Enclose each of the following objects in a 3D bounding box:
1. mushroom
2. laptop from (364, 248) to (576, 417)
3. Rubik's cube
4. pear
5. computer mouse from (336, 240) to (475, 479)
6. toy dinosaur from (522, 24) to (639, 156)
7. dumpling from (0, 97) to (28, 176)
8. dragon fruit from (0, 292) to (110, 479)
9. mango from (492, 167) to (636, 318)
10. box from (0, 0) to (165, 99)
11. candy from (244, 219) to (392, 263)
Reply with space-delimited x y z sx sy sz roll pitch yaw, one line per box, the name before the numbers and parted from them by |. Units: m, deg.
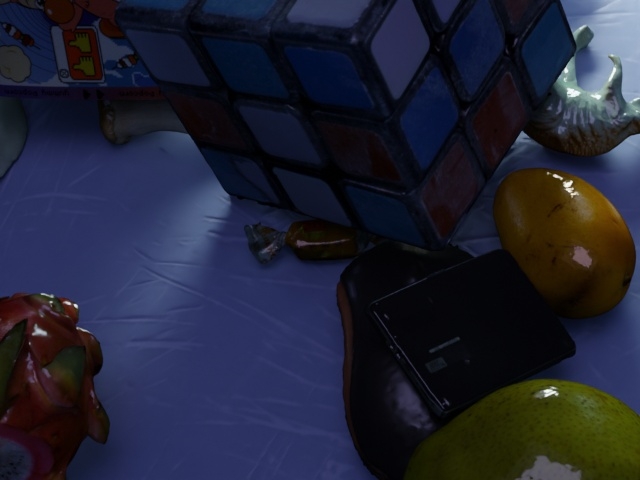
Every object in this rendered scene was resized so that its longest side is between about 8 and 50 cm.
mushroom | -0.182 -0.160 2.164 0.209 0.071 0.084 4 62 8
laptop | 0.163 0.094 1.835 0.207 0.026 0.154 -20 68 -34
Rubik's cube | 0.036 -0.245 1.954 0.363 0.359 0.362 15 58 38
pear | 0.225 0.281 1.678 0.294 0.294 0.294 -4 56 6
computer mouse | 0.112 0.125 1.892 0.183 0.116 0.323 -4 55 -1
toy dinosaur | 0.274 -0.186 2.097 0.393 0.092 0.205 -2 61 5
dumpling | -0.536 -0.188 2.172 0.212 0.270 0.320 0 79 36
dragon fruit | -0.338 0.161 1.880 0.224 0.224 0.227 -6 52 5
mango | 0.274 -0.005 1.952 0.145 0.112 0.219 -28 54 -3
box | -0.274 -0.380 2.116 0.319 0.348 0.257 3 33 10
candy | 0.000 0.000 2.036 0.182 0.046 0.053 -2 53 2
